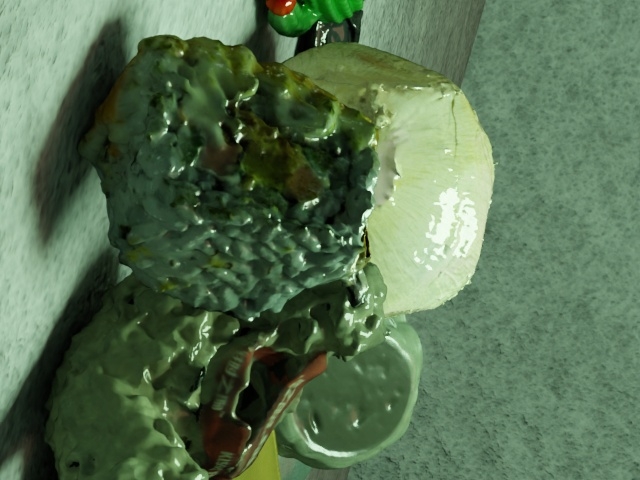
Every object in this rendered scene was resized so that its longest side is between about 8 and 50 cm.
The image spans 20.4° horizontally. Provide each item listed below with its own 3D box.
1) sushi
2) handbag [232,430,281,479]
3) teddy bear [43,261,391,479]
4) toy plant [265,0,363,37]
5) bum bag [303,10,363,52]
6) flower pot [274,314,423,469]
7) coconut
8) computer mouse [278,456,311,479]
[{"bbox_3d":[-0.052,-0.044,1.370,0.139,0.274,0.184,-43,-144,50],"label":"sushi"},{"bbox_3d":[-0.134,0.381,1.850,0.401,0.133,0.283,-54,133,-64],"label":"handbag"},{"bbox_3d":[-0.125,0.183,1.551,0.357,0.224,0.367,-46,159,-36],"label":"teddy bear"},{"bbox_3d":[-0.002,-0.274,1.787,0.154,0.088,0.240,-60,169,20],"label":"toy plant"},{"bbox_3d":[0.006,-0.209,2.039,0.123,0.060,0.248,-44,150,-70],"label":"bum bag"},{"bbox_3d":[0.007,0.160,2.203,0.195,0.246,0.246,-141,-115,-65],"label":"flower pot"},{"bbox_3d":[0.032,-0.054,1.792,0.254,0.297,0.297,-12,119,-89],"label":"coconut"},{"bbox_3d":[-0.032,0.210,2.453,0.167,0.090,0.379,89,11,-56],"label":"computer mouse"}]
